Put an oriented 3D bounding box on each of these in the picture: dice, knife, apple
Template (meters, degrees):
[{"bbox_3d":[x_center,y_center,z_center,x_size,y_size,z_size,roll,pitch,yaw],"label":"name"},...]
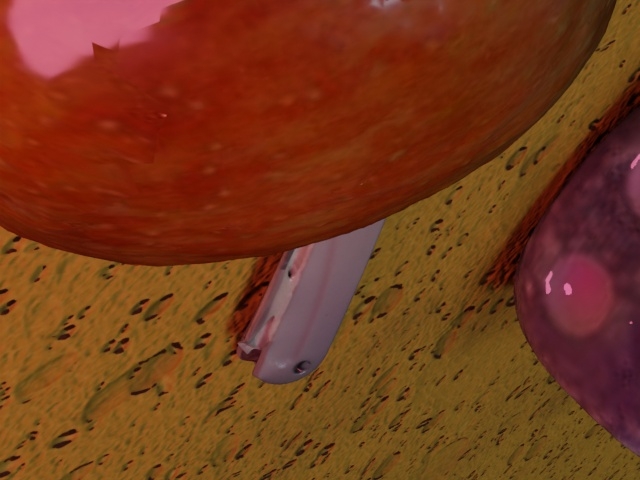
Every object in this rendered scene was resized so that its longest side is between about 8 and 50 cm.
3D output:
[{"bbox_3d":[0.348,0.032,1.394,0.271,0.270,0.270,-54,156,22],"label":"dice"},{"bbox_3d":[0.003,-0.001,1.073,0.073,0.041,0.266,-12,142,-36],"label":"knife"},{"bbox_3d":[-0.050,-0.120,0.508,0.250,0.277,0.309,-31,143,11],"label":"apple"}]
